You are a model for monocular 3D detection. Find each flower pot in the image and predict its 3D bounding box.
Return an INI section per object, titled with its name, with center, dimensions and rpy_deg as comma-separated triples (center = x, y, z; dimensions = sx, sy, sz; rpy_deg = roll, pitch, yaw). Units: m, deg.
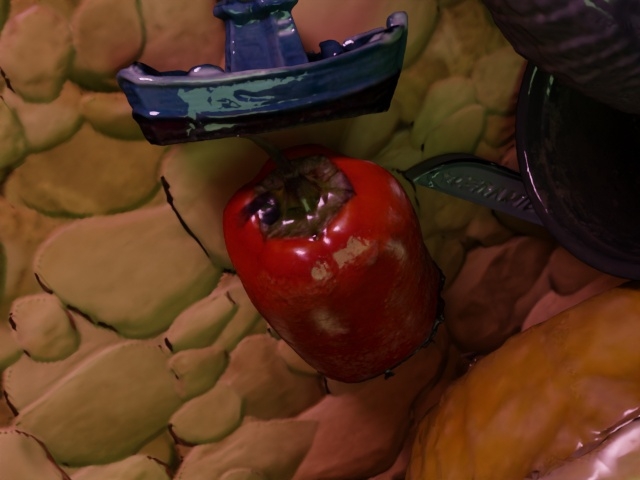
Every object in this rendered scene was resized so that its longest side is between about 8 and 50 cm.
[flower pot]
center = 0.192, -0.060, 0.641
dimensions = 0.106, 0.157, 0.157
rpy_deg = -1, 120, -43

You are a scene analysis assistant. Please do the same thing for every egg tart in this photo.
[egg tart]
center = 0.178, 0.133, 0.694
dimensions = 0.387, 0.169, 0.388
rpy_deg = -20, 150, -12

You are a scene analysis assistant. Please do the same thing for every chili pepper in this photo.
[chili pepper]
center = 0.000, 0.000, 0.595
dimensions = 0.086, 0.084, 0.192
rpy_deg = -60, 149, -16

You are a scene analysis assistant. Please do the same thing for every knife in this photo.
[knife]
center = 0.134, -0.017, 0.714
dimensions = 0.210, 0.015, 0.028
rpy_deg = 16, 116, -34

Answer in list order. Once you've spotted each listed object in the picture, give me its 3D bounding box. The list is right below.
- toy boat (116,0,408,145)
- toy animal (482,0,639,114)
[toy boat]
center = -0.022, -0.079, 0.565
dimensions = 0.137, 0.060, 0.061
rpy_deg = -9, 98, -17
[toy animal]
center = 0.092, -0.119, 0.512
dimensions = 0.367, 0.206, 0.081
rpy_deg = 33, 107, -22
